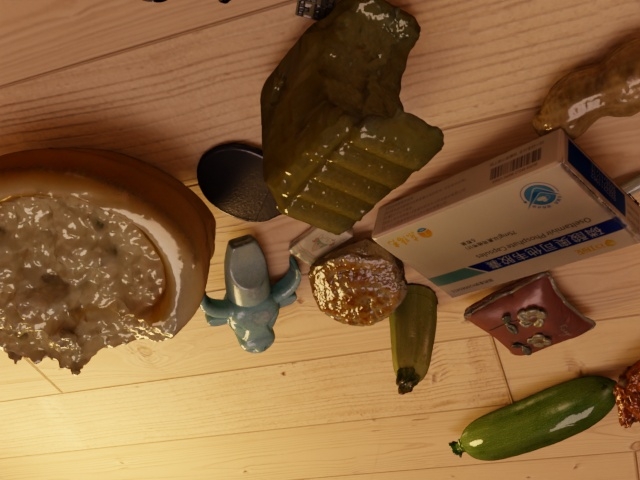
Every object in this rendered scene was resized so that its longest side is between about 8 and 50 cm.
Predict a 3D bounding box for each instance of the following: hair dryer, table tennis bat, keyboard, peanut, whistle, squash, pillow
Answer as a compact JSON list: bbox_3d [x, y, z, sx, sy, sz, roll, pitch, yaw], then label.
[{"bbox_3d":[0.447,-0.065,1.110,0.137,0.047,0.082,-32,126,25],"label":"hair dryer"},{"bbox_3d":[-0.082,-0.071,1.166,0.236,0.027,0.150,23,135,-8],"label":"table tennis bat"},{"bbox_3d":[0.002,-0.326,0.907,0.049,0.015,0.129,11,137,-4],"label":"keyboard"},{"bbox_3d":[0.362,-0.189,0.959,0.192,0.089,0.089,-27,127,36],"label":"peanut"},{"bbox_3d":[-0.126,0.100,1.321,0.186,0.093,0.274,-16,135,-14],"label":"whistle"},{"bbox_3d":[0.151,0.176,1.272,0.094,0.224,0.094,6,131,7],"label":"squash"},{"bbox_3d":[0.368,0.142,1.310,0.171,0.075,0.179,-30,127,32],"label":"pillow"},{"bbox_3d":[0.429,0.377,1.529,0.107,0.107,0.395,36,130,-27],"label":"squash"}]

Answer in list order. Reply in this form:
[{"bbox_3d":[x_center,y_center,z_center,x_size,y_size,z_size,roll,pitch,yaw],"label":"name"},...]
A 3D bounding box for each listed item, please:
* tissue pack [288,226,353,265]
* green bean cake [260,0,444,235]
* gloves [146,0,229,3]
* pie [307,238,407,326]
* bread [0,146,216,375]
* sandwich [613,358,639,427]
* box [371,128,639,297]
[{"bbox_3d":[0.000,0.000,1.244,0.056,0.023,0.108,33,130,-24],"label":"tissue pack"},{"bbox_3d":[0.028,-0.158,0.912,0.124,0.236,0.233,20,139,-31],"label":"green bean cake"},{"bbox_3d":[-0.105,-0.367,0.810,0.142,0.119,0.285,41,114,-17],"label":"gloves"},{"bbox_3d":[0.062,0.070,1.270,0.163,0.079,0.193,28,134,-21],"label":"pie"},{"bbox_3d":[-0.370,0.023,1.141,0.423,0.245,0.329,-1,98,6],"label":"bread"},{"bbox_3d":[0.622,0.255,1.381,0.159,0.109,0.185,-13,128,21],"label":"sandwich"},{"bbox_3d":[0.266,-0.024,1.104,0.200,0.065,0.343,35,143,-27],"label":"box"}]
